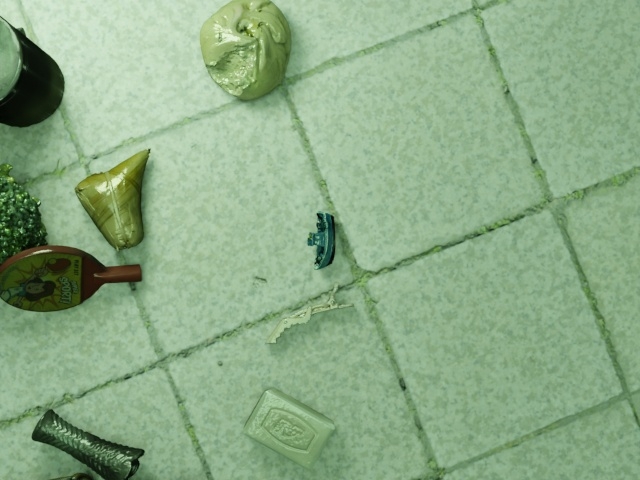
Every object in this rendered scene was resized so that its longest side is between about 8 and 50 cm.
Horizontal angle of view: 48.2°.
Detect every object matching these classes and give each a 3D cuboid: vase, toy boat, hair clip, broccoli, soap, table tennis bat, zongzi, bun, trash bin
[{"bbox_3d":[-0.527,0.469,1.611,0.237,0.115,0.115,27,88,1],"label":"vase"},{"bbox_3d":[0.000,0.000,1.665,0.061,0.060,0.137,-1,96,-22],"label":"toy boat"},{"bbox_3d":[-0.037,0.172,1.675,0.226,0.034,0.072,-25,87,-2],"label":"hair clip"},{"bbox_3d":[-0.740,-0.036,1.580,0.245,0.248,0.288,40,99,34],"label":"broccoli"},{"bbox_3d":[-0.073,0.431,1.656,0.183,0.064,0.121,29,90,-2],"label":"soap"},{"bbox_3d":[-0.559,0.082,1.595,0.310,0.200,0.038,-3,46,-21],"label":"table tennis bat"},{"bbox_3d":[-0.431,-0.093,1.628,0.197,0.099,0.194,-32,91,-10],"label":"zongzi"},{"bbox_3d":[-0.171,-0.444,1.631,0.210,0.116,0.237,1,88,-3],"label":"bun"},{"bbox_3d":[-0.683,-0.351,1.511,0.203,0.301,0.252,-3,92,-4],"label":"trash bin"}]

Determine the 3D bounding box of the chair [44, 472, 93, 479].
[{"bbox_3d":[-0.622,0.634,1.555,0.272,0.166,0.188,-17,117,-10],"label":"chair"}]
